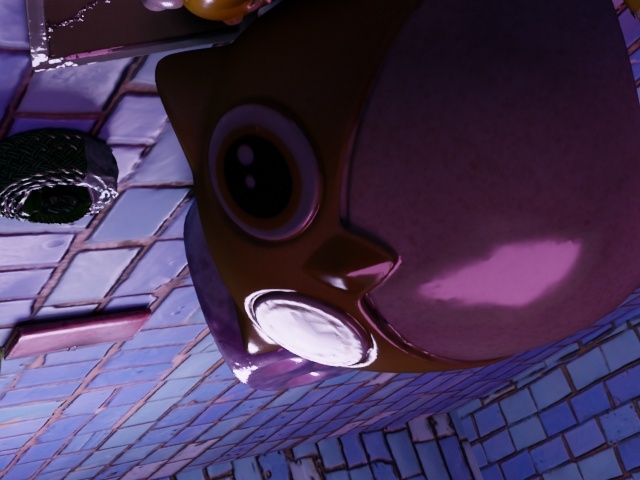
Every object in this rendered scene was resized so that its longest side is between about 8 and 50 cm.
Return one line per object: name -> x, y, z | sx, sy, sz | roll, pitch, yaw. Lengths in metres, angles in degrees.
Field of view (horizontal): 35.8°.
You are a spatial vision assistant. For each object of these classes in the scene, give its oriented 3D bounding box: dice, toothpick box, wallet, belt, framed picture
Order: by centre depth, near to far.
framed picture -> -0.148, -0.253, 0.874 | 0.231, 0.018, 0.293 | -13, 159, -19
toothpick box -> 0.084, -0.067, 0.973 | 0.425, 0.409, 0.409 | -11, 162, 12
belt -> -0.301, -0.063, 1.132 | 0.151, 0.079, 0.121 | -1, 152, -43
dice -> -0.019, 0.041, 1.384 | 0.270, 0.270, 0.271 | -21, 160, 6
wallet -> -0.409, 0.156, 1.678 | 0.232, 0.025, 0.119 | -7, 156, -34

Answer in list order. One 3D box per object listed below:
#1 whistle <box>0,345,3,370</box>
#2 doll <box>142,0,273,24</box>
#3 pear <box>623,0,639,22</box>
whistle -> -0.551, 0.211, 1.530 | 0.141, 0.141, 0.294 | -15, 161, -13
doll -> -0.022, -0.252, 0.806 | 0.252, 0.111, 0.237 | -24, 179, 33
pear -> 0.398, -0.334, 0.958 | 0.281, 0.176, 0.286 | -31, 159, 22
